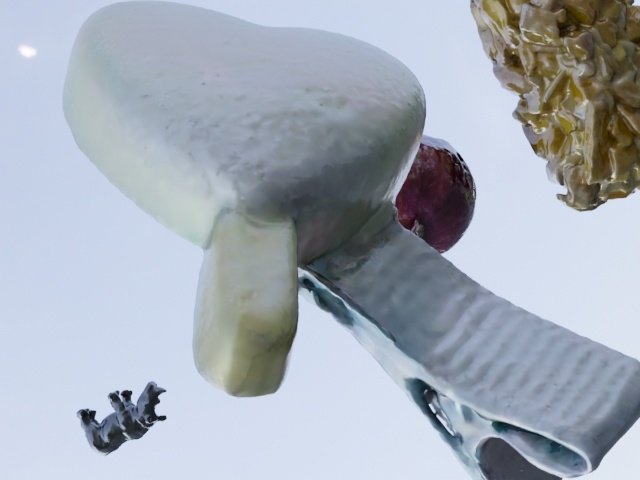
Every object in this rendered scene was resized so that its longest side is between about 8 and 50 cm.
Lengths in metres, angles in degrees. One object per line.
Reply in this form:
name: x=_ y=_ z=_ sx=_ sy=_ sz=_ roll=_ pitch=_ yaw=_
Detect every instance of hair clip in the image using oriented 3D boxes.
hair clip: x=-0.001 y=0.000 z=0.371 sx=0.159 sy=0.218 sz=0.071 roll=-35 pitch=-18 yaw=-52

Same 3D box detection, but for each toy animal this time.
toy animal: x=-0.234 y=0.212 z=1.434 sx=0.135 sy=0.065 sz=0.047 roll=-32 pitch=-16 yaw=21

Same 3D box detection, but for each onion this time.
onion: x=0.059 y=-0.027 z=0.851 sx=0.097 sy=0.107 sz=0.107 roll=-88 pitch=-5 yaw=-51

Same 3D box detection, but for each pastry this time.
pastry: x=0.196 y=-0.149 z=0.899 sx=0.154 sy=0.102 sz=0.250 roll=-17 pitch=-98 yaw=-35
